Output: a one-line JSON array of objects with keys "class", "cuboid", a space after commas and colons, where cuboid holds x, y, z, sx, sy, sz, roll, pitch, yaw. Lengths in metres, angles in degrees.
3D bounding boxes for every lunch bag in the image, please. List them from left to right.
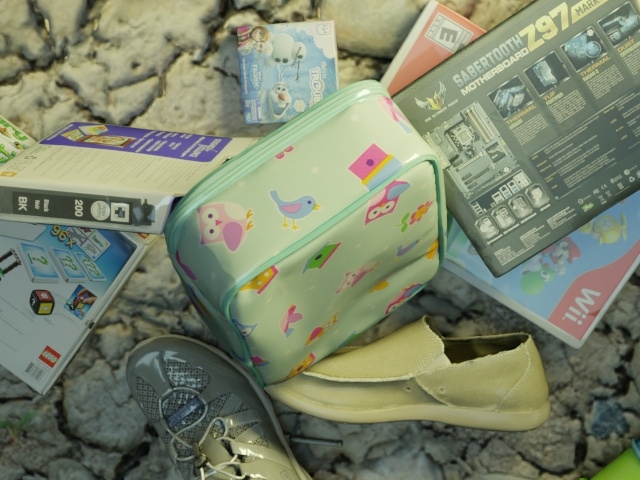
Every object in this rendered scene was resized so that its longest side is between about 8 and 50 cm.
[{"class": "lunch bag", "cuboid": [0.000, 0.000, 1.031, 0.224, 0.279, 0.108, -37, 70, -9]}]

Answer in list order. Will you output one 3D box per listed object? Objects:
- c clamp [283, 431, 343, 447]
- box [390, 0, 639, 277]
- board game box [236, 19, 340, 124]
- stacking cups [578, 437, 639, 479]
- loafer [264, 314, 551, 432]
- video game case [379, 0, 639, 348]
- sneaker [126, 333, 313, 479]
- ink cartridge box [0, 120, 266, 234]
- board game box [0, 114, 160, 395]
[{"class": "c clamp", "cuboid": [-0.060, 0.259, 1.258, 0.137, 0.022, 0.160, 13, 103, 6]}, {"class": "box", "cuboid": [0.197, -0.105, 1.090, 0.233, 0.059, 0.183, -34, 95, 11]}, {"class": "board game box", "cuboid": [-0.028, -0.154, 1.163, 0.090, 0.020, 0.090, -3, 102, 8]}, {"class": "stacking cups", "cuboid": [0.336, 0.199, 1.146, 0.316, 0.096, 0.096, -41, 93, 14]}, {"class": "loafer", "cuboid": [0.079, 0.115, 1.170, 0.269, 0.102, 0.092, 4, 102, -1]}, {"class": "video game case", "cuboid": [0.168, -0.058, 1.151, 0.285, 0.025, 0.204, 32, 105, 1]}, {"class": "sneaker", "cuboid": [-0.084, 0.202, 1.186, 0.105, 0.115, 0.281, -44, 82, 13]}, {"class": "ink cartridge box", "cuboid": [-0.155, -0.056, 1.109, 0.208, 0.206, 0.045, 4, 108, 9]}, {"class": "board game box", "cuboid": [-0.331, -0.017, 1.223, 0.305, 0.053, 0.193, 37, 106, -1]}]
